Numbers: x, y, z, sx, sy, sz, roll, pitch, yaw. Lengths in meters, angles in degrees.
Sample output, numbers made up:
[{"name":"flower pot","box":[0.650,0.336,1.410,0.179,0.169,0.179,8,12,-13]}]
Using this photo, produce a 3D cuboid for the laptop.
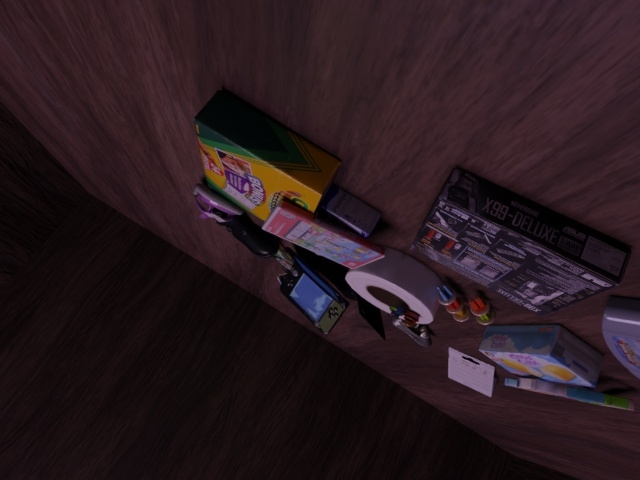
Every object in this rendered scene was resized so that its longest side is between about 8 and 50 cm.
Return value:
[{"name":"laptop","box":[0.124,0.244,1.575,0.264,0.136,0.234,10,151,41]}]

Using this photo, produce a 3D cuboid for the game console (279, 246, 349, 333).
[{"name":"game console","box":[-0.050,0.198,1.577,0.293,0.250,0.173,41,-158,23]}]

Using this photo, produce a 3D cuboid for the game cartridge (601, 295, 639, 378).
[{"name":"game cartridge","box":[0.675,0.213,0.788,0.297,0.062,0.198,43,154,-29]}]

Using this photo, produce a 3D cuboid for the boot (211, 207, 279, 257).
[{"name":"boot","box":[-0.293,-0.040,1.576,0.246,0.094,0.207,28,165,29]}]

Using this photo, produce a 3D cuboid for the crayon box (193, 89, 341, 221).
[{"name":"crayon box","box":[-0.139,-0.159,1.030,0.313,0.106,0.363,32,161,0]}]

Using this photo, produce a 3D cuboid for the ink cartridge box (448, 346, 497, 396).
[{"name":"ink cartridge box","box":[0.623,0.524,1.672,0.189,0.066,0.232,19,136,34]}]

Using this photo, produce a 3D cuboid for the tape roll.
[{"name":"tape roll","box":[0.219,0.133,1.215,0.286,0.100,0.286,28,161,10]}]

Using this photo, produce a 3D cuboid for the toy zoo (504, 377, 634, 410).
[{"name":"toy zoo","box":[0.688,0.433,1.175,0.293,0.030,0.192,8,164,16]}]

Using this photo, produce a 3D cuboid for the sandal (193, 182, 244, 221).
[{"name":"sandal","box":[-0.355,-0.111,1.362,0.169,0.102,0.416,27,179,-19]}]

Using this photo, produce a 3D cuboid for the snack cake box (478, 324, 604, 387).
[{"name":"snack cake box","box":[0.578,0.302,1.098,0.152,0.089,0.264,33,161,-7]}]

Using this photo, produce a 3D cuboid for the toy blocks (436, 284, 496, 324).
[{"name":"toy blocks","box":[0.384,0.165,1.091,0.123,0.054,0.148,-2,144,45]}]

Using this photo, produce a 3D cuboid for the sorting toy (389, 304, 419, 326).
[{"name":"sorting toy","box":[0.236,0.223,1.193,0.102,0.042,0.061,12,153,44]}]

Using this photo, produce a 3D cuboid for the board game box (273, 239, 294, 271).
[{"name":"board game box","box":[-0.159,0.073,1.757,0.136,0.030,0.259,18,157,41]}]

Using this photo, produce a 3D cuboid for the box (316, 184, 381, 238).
[{"name":"box","box":[0.064,-0.056,1.027,0.137,0.072,0.126,32,161,1]}]

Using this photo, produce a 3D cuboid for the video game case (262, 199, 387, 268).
[{"name":"video game case","box":[0.001,-0.006,1.046,0.285,0.025,0.204,24,161,-12]}]

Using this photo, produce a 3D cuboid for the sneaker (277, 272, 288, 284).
[{"name":"sneaker","box":[-0.124,0.198,1.925,0.086,0.085,0.237,38,159,-33]}]

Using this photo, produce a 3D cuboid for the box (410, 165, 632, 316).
[{"name":"box","box":[0.344,0.016,0.769,0.307,0.076,0.242,28,161,12]}]

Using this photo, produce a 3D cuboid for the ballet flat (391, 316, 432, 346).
[{"name":"ballet flat","box":[0.365,0.339,1.558,0.213,0.072,0.068,35,131,-16]}]
